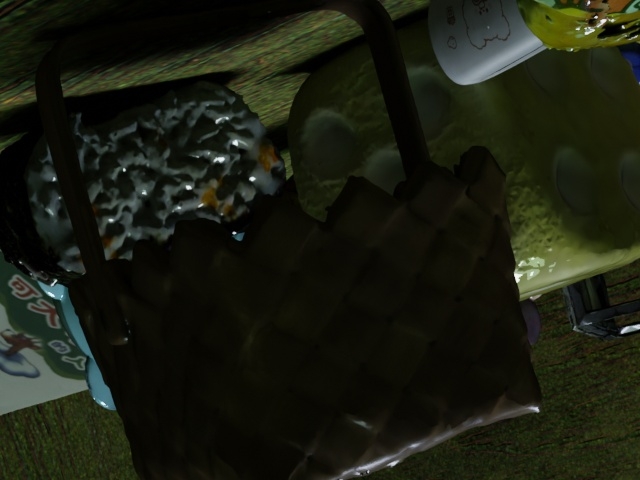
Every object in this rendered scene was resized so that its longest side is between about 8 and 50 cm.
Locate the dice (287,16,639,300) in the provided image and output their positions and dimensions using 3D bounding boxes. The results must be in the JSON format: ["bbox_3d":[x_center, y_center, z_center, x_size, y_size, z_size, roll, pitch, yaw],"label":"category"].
[{"bbox_3d":[0.132,-0.062,1.394,0.227,0.233,0.238,-21,174,37],"label":"dice"}]

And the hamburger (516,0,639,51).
[{"bbox_3d":[0.176,-0.169,0.900,0.214,0.125,0.235,0,153,-37],"label":"hamburger"}]

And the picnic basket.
[{"bbox_3d":[-0.028,0.004,1.075,0.254,0.321,0.291,-13,175,-26],"label":"picnic basket"}]

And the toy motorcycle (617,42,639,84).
[{"bbox_3d":[0.307,-0.168,1.582,0.114,0.076,0.205,-18,-168,-41],"label":"toy motorcycle"}]

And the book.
[{"bbox_3d":[-0.346,0.086,1.790,0.371,0.043,0.260,-19,133,29],"label":"book"}]

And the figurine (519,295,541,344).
[{"bbox_3d":[0.189,0.007,1.723,0.365,0.206,0.218,-22,138,40],"label":"figurine"}]

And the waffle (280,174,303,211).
[{"bbox_3d":[0.000,0.000,1.697,0.069,0.293,0.260,35,137,-25],"label":"waffle"}]

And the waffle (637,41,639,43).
[{"bbox_3d":[0.421,-0.233,1.430,0.300,0.058,0.281,-13,175,-12],"label":"waffle"}]

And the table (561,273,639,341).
[{"bbox_3d":[0.414,-0.025,1.931,0.272,0.222,0.335,-16,171,13],"label":"table"}]

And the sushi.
[{"bbox_3d":[-0.142,-0.042,1.312,0.225,0.136,0.126,-18,-174,-37],"label":"sushi"}]

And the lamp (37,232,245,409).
[{"bbox_3d":[-0.153,0.019,1.625,0.284,0.209,0.147,-35,-156,-31],"label":"lamp"}]

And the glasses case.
[{"bbox_3d":[0.131,-0.163,1.166,0.049,0.074,0.193,-17,177,-24],"label":"glasses case"}]
